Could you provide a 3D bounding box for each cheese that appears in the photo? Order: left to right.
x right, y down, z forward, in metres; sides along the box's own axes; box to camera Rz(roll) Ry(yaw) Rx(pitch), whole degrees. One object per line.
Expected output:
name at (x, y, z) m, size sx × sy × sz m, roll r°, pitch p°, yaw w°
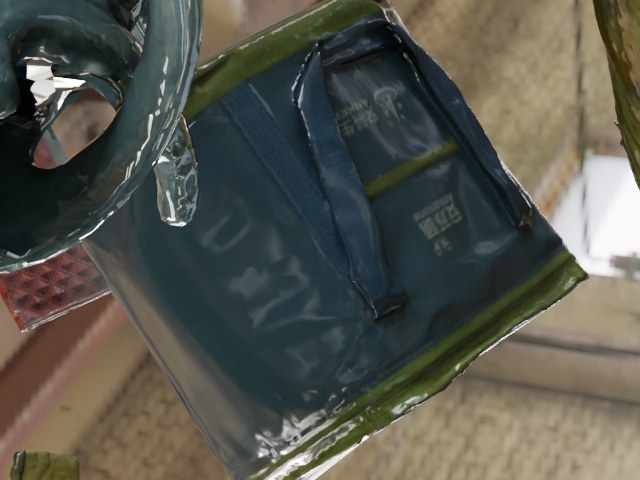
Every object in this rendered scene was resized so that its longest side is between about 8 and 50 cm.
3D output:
cheese at (-0.199, 0.198, 1.421) m, size 0.060 × 0.084 × 0.041 m, roll 18°, pitch -82°, yaw -43°

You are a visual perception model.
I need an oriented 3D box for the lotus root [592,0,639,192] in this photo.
lotus root at (0.159, -0.084, 0.559) m, size 0.309 × 0.173 × 0.173 m, roll 57°, pitch -133°, yaw -54°

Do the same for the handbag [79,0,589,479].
handbag at (0.000, 0.000, 1.139) m, size 0.241 × 0.222 × 0.263 m, roll 53°, pitch -135°, yaw 3°

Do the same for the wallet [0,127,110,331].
wallet at (-0.226, -0.036, 1.363) m, size 0.103 × 0.020 × 0.196 m, roll -27°, pitch -91°, yaw -38°

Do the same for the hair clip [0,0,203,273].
hair clip at (-0.182, -0.125, 0.677) m, size 0.392 × 0.238 × 0.318 m, roll 91°, pitch 165°, yaw -52°
